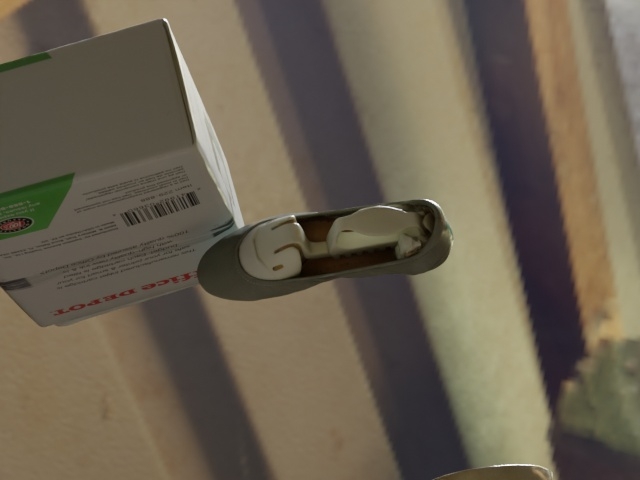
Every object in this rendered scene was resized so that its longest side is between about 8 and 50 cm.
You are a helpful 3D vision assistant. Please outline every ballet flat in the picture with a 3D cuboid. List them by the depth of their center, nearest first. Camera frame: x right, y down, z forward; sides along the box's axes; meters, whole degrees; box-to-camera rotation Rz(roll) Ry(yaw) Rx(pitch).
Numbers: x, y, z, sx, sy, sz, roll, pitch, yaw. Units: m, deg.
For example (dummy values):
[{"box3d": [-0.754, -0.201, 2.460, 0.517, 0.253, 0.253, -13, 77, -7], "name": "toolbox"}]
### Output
[{"box3d": [0.000, 0.000, 1.361, 0.068, 0.213, 0.072, 71, -168, -66], "name": "ballet flat"}]

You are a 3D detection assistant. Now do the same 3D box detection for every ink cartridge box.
[{"box3d": [-0.188, -0.045, 1.414, 0.289, 0.211, 0.121, 73, -179, -69], "name": "ink cartridge box"}]

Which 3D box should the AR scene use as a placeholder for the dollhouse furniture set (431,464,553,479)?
[{"box3d": [0.087, 0.281, 0.758, 0.394, 0.256, 0.362, 0, -112, -16], "name": "dollhouse furniture set"}]
